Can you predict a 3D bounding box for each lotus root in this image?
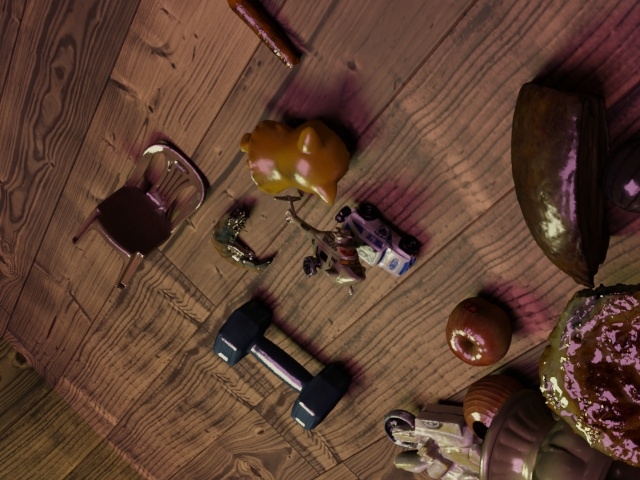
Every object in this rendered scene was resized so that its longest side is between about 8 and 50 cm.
[{"bbox_3d":[0.347,-0.088,1.476,0.141,0.210,0.314,5,115,28],"label":"lotus root"}]

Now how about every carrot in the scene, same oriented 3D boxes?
[{"bbox_3d":[-0.099,-0.370,1.748,0.171,0.042,0.042,48,144,-7],"label":"carrot"}]

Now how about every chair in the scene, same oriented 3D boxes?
[{"bbox_3d":[-0.401,-0.056,2.228,0.175,0.183,0.326,45,145,0],"label":"chair"}]

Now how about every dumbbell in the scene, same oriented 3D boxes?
[{"bbox_3d":[-0.092,0.284,2.285,0.316,0.156,0.143,38,173,10],"label":"dumbbell"}]

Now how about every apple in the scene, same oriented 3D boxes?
[{"bbox_3d":[0.292,0.169,1.827,0.126,0.102,0.126,25,134,29],"label":"apple"}]

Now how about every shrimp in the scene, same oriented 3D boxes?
[{"bbox_3d":[-0.168,0.006,2.175,0.150,0.051,0.217,41,152,1],"label":"shrimp"}]

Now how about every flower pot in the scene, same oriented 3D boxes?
[{"bbox_3d":[0.435,0.402,1.752,0.244,0.307,0.308,19,137,42],"label":"flower pot"}]

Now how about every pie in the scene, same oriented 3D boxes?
[{"bbox_3d":[0.514,0.208,1.535,0.354,0.103,0.289,-2,97,19],"label":"pie"}]

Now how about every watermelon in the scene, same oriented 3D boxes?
[{"bbox_3d":[0.460,-0.103,1.409,0.105,0.105,0.133,32,99,18],"label":"watermelon"}]

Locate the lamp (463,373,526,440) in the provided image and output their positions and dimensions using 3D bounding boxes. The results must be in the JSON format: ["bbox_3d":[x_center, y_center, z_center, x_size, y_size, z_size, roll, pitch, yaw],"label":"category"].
[{"bbox_3d":[0.340,0.321,1.905,0.136,0.136,0.136,26,140,25],"label":"lamp"}]

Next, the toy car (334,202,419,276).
[{"bbox_3d":[0.102,-0.001,1.878,0.170,0.070,0.080,39,144,9],"label":"toy car"}]

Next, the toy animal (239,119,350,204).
[{"bbox_3d":[-0.055,-0.152,1.832,0.229,0.156,0.156,8,130,44],"label":"toy animal"}]

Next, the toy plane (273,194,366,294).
[{"bbox_3d":[0.000,0.000,1.884,0.286,0.092,0.108,40,127,48],"label":"toy plane"}]

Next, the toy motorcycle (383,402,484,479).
[{"bbox_3d":[0.291,0.446,2.091,0.340,0.108,0.223,-2,117,37],"label":"toy motorcycle"}]
